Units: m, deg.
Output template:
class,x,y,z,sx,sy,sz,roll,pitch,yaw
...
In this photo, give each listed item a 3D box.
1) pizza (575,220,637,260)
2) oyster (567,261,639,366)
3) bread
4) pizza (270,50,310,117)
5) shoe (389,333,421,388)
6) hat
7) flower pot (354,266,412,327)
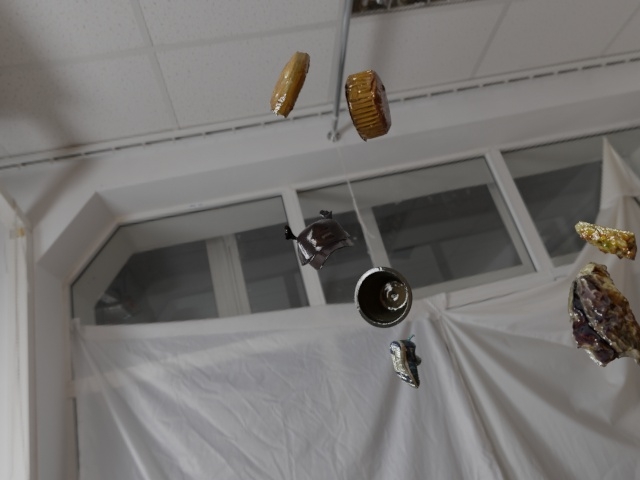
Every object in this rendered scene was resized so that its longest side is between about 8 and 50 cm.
class,x,y,z,sx,sy,sz,roll,pitch,yaw
pizza,0.733,0.003,1.247,0.174,0.046,0.134,25,-5,7
oyster,0.696,0.179,1.190,0.275,0.271,0.100,-8,-29,-40
bread,0.147,-0.395,1.438,0.104,0.199,0.199,-11,-20,18
pizza,-0.093,-0.405,1.344,0.062,0.182,0.161,23,-19,-29
shoe,0.231,0.318,1.283,0.071,0.143,0.063,-23,11,-23
hat,-0.008,-0.020,1.999,0.238,0.209,0.336,-33,7,-8
flower pot,0.265,0.220,1.942,0.235,0.236,0.148,-25,-14,23
